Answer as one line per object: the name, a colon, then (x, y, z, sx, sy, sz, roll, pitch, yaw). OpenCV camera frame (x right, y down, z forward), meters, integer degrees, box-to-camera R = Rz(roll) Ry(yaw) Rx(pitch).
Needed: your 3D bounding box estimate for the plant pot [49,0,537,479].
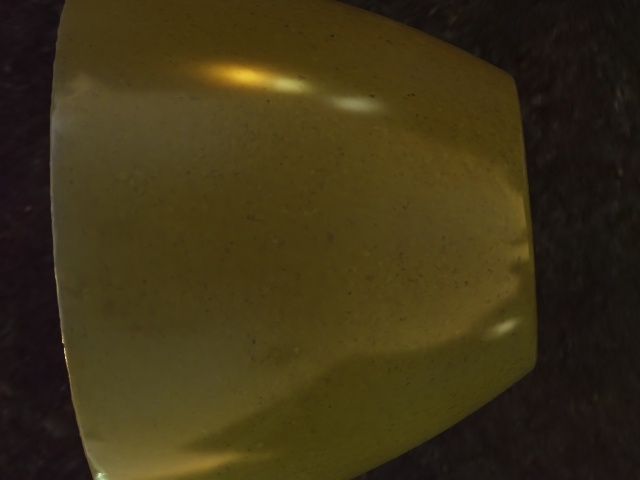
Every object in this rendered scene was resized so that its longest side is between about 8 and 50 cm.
plant pot: (0.000, 0.000, 0.387, 0.095, 0.134, 0.134, -4, 102, 4)
